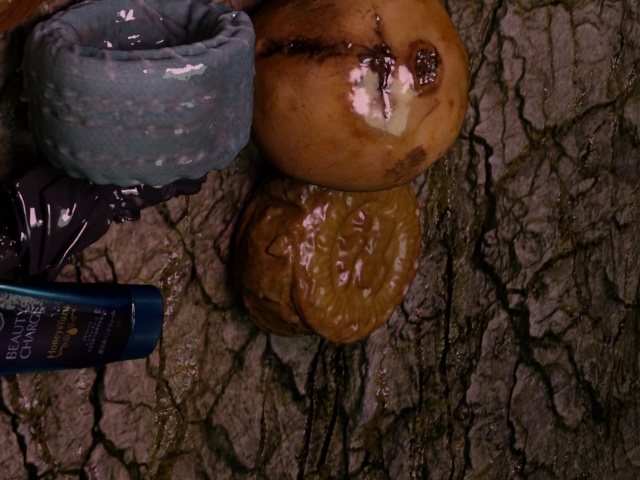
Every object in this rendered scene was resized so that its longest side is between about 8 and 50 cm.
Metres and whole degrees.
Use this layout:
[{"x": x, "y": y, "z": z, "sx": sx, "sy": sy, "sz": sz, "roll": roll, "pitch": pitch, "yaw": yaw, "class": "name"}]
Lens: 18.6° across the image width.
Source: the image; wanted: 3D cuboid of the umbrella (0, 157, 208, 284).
[{"x": -0.242, "y": -0.040, "z": 1.982, "sx": 0.272, "sy": 0.110, "sz": 0.122, "roll": -31, "pitch": 166, "yaw": -32, "class": "umbrella"}]

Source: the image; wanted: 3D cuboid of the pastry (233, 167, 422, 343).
[{"x": 0.000, "y": 0.000, "z": 2.266, "sx": 0.240, "sy": 0.132, "sz": 0.235, "roll": -43, "pitch": 128, "yaw": -33, "class": "pastry"}]

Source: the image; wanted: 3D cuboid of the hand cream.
[{"x": -0.290, "y": 0.089, "z": 2.045, "sx": 0.271, "sy": 0.061, "sz": 0.120, "roll": 0, "pitch": 115, "yaw": -40, "class": "hand cream"}]

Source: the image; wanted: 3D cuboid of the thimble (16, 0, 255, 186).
[{"x": -0.181, "y": -0.151, "z": 1.921, "sx": 0.235, "sy": 0.198, "sz": 0.143, "roll": -2, "pitch": 118, "yaw": -12, "class": "thimble"}]

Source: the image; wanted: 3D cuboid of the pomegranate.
[{"x": 0.036, "y": -0.171, "z": 2.098, "sx": 0.260, "sy": 0.260, "sz": 0.260, "roll": -25, "pitch": 127, "yaw": -38, "class": "pomegranate"}]

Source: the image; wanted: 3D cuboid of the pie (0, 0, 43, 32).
[{"x": -0.263, "y": -0.257, "z": 1.814, "sx": 0.046, "sy": 0.195, "sz": 0.195, "roll": 47, "pitch": 68, "yaw": -4, "class": "pie"}]
